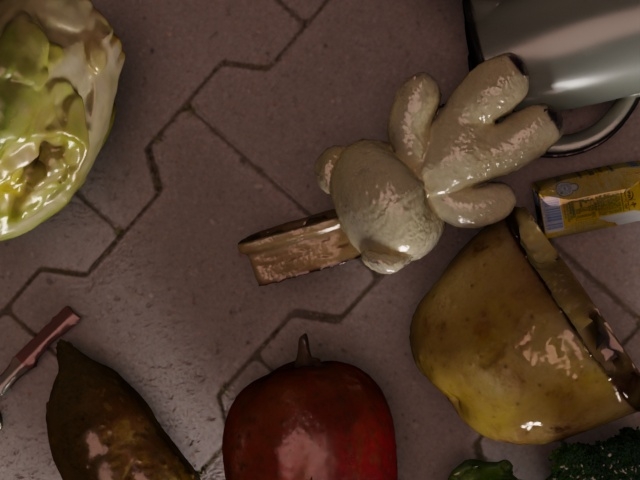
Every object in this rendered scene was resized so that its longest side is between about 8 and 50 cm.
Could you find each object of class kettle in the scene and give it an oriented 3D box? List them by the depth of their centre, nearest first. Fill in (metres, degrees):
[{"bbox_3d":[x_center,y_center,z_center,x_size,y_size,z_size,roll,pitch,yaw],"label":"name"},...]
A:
[{"bbox_3d":[0.299,-0.210,1.356,0.237,0.161,0.221,-14,111,7],"label":"kettle"}]

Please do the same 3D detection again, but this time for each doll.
[{"bbox_3d":[0.144,-0.089,1.308,0.278,0.149,0.175,-34,68,10],"label":"doll"}]

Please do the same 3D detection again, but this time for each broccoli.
[{"bbox_3d":[0.306,0.340,1.342,0.297,0.298,0.297,20,95,38],"label":"broccoli"}]

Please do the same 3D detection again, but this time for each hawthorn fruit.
[{"bbox_3d":[-0.016,0.239,1.374,0.215,0.215,0.249,-2,94,5],"label":"hawthorn fruit"}]

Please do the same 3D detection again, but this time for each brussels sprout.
[{"bbox_3d":[-0.380,-0.142,1.349,0.344,0.344,0.268,-37,126,5],"label":"brussels sprout"}]

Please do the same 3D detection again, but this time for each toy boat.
[{"bbox_3d":[0.000,0.000,1.406,0.188,0.116,0.061,-17,95,8],"label":"toy boat"}]

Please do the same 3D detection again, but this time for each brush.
[{"bbox_3d":[-0.426,0.201,1.480,0.084,0.071,0.301,45,90,6],"label":"brush"}]

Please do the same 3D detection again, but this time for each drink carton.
[{"bbox_3d":[0.365,-0.056,1.387,0.200,0.084,0.074,-12,101,5],"label":"drink carton"}]

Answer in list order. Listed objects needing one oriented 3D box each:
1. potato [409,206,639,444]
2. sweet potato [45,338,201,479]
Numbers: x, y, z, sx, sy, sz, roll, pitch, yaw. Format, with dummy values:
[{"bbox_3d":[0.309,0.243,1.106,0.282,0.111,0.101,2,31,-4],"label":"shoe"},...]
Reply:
[{"bbox_3d":[0.227,0.124,1.346,0.243,0.242,0.285,-36,83,5],"label":"potato"},{"bbox_3d":[-0.249,0.290,1.422,0.158,0.158,0.369,-32,90,6],"label":"sweet potato"}]
